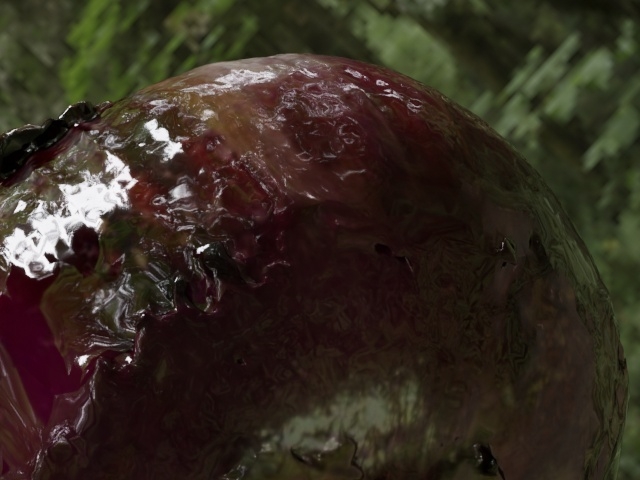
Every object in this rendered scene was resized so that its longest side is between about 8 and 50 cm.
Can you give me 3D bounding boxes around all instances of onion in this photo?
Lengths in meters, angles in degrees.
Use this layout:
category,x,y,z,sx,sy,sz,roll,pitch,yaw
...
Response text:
category,x,y,z,sx,sy,sz,roll,pitch,yaw
onion,-0.050,0.065,0.917,0.348,0.348,0.385,-48,34,1
